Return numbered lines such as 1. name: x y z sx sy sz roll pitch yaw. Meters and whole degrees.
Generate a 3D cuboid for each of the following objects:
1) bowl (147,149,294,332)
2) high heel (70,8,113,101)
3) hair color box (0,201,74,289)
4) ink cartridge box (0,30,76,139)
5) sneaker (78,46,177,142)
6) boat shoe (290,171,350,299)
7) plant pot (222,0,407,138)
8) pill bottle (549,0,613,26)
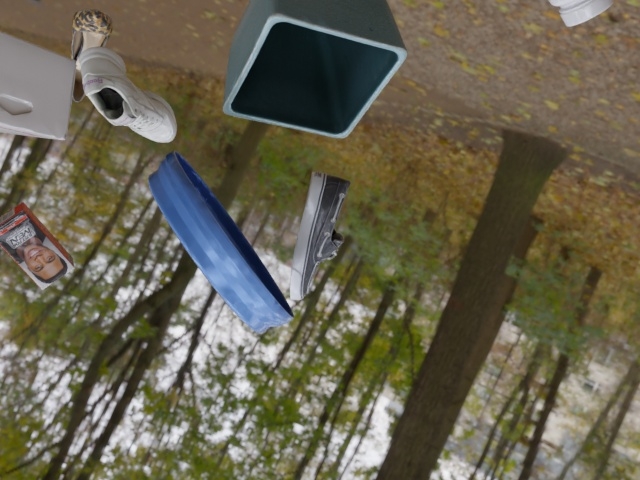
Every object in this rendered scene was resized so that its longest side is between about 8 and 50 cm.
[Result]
1. bowl: -0.191 0.009 1.409 0.391 0.077 0.391 54 179 2
2. high heel: -0.550 -0.436 1.756 0.093 0.186 0.261 6 177 -25
3. hair color box: -0.505 0.010 1.299 0.141 0.072 0.043 57 174 -32
4. ink cartridge box: -0.500 -0.217 0.983 0.278 0.117 0.201 10 -179 25
5. sneaker: -0.434 -0.291 1.665 0.305 0.114 0.152 44 -151 -52
6. boat shoe: 0.000 0.000 1.620 0.102 0.301 0.108 12 -162 -2
7. plant pot: -0.025 -0.372 1.320 0.248 0.252 0.247 9 146 -24
8. pill bottle: 0.666 -0.736 1.993 0.283 0.160 0.160 58 170 -17
